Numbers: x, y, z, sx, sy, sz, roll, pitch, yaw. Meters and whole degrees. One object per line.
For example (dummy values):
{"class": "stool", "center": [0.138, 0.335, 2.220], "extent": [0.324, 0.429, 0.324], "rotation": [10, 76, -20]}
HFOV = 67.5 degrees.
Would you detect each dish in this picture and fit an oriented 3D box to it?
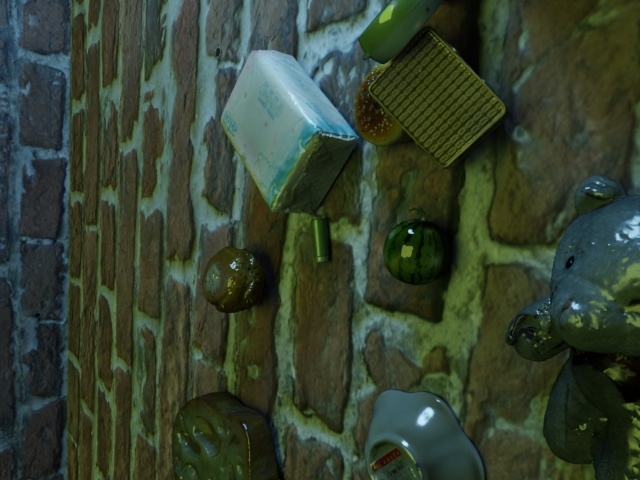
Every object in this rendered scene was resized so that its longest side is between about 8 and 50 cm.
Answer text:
{"class": "dish", "center": [0.132, 0.349, 0.739], "extent": [0.229, 0.081, 0.230], "rotation": [2, 93, 49]}

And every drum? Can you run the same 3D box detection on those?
{"class": "drum", "center": [0.092, -0.292, 0.670], "extent": [0.130, 0.049, 0.253], "rotation": [-48, 13, 4]}

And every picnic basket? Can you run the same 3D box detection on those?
{"class": "picnic basket", "center": [0.155, -0.186, 0.636], "extent": [0.164, 0.079, 0.115], "rotation": [47, 110, 2]}

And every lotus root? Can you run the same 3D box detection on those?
{"class": "lotus root", "center": [-0.221, 0.540, 1.126], "extent": [0.391, 0.111, 0.375], "rotation": [53, 123, 35]}

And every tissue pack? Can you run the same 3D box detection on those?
{"class": "tissue pack", "center": [-0.071, -0.208, 0.918], "extent": [0.201, 0.124, 0.271], "rotation": [-53, 54, 30]}

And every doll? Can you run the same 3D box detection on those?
{"class": "doll", "center": [0.300, 0.118, 0.488], "extent": [0.246, 0.158, 0.341], "rotation": [37, 121, 55]}

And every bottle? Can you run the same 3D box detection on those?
{"class": "bottle", "center": [0.000, 0.000, 0.911], "extent": [0.030, 0.030, 0.084], "rotation": [-7, 86, 48]}

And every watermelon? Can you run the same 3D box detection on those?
{"class": "watermelon", "center": [0.144, 0.012, 0.706], "extent": [0.108, 0.108, 0.109], "rotation": [2, 93, 48]}

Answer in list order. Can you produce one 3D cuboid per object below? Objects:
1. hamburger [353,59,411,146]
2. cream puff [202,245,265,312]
{"class": "hamburger", "center": [0.109, -0.214, 0.745], "extent": [0.141, 0.081, 0.127], "rotation": [-20, 77, 47]}
{"class": "cream puff", "center": [-0.184, 0.090, 1.056], "extent": [0.165, 0.115, 0.150], "rotation": [39, 112, 51]}
